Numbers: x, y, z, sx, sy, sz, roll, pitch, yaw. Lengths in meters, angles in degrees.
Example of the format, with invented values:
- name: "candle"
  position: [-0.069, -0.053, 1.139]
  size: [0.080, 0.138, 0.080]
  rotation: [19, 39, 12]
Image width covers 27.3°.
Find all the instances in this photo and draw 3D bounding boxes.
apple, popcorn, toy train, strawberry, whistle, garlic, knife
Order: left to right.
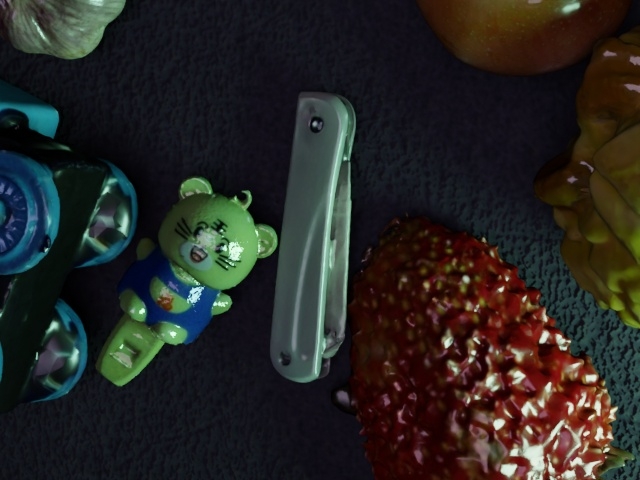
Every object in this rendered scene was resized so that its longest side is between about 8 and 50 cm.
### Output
- name: "toy train"
  position: [-0.331, 0.013, 1.184]
  size: [0.265, 0.188, 0.300]
  rotation: [27, 102, 19]
- name: "garlic"
  position: [-0.250, -0.238, 1.179]
  size: [0.147, 0.102, 0.159]
  rotation: [-33, 93, 11]
- name: "whistle"
  position: [-0.134, 0.041, 1.213]
  size: [0.105, 0.085, 0.227]
  rotation: [38, 103, -4]
- name: "knife"
  position: [-0.003, -0.001, 1.199]
  size: [0.073, 0.040, 0.266]
  rotation: [10, 98, 37]
- name: "strawberry"
  position: [0.114, 0.137, 1.165]
  size: [0.233, 0.138, 0.306]
  rotation: [-35, 93, 14]
- name: "apple"
  position: [0.167, -0.234, 1.080]
  size: [0.201, 0.162, 0.201]
  rotation: [1, 96, 13]
- name: "popcorn"
  position: [0.321, -0.029, 1.061]
  size: [0.332, 0.225, 0.265]
  rotation: [37, 126, -12]
